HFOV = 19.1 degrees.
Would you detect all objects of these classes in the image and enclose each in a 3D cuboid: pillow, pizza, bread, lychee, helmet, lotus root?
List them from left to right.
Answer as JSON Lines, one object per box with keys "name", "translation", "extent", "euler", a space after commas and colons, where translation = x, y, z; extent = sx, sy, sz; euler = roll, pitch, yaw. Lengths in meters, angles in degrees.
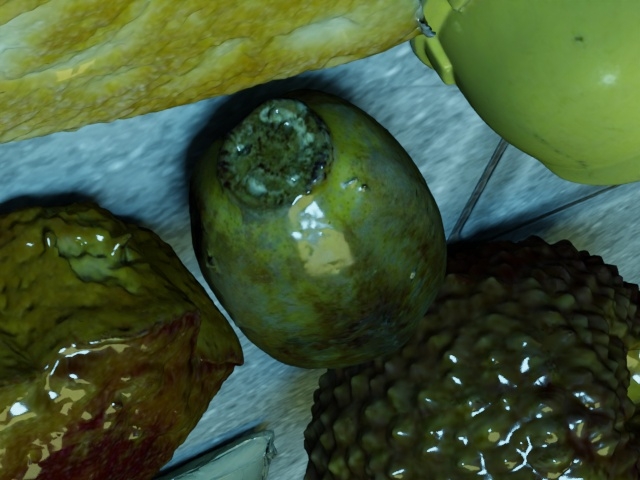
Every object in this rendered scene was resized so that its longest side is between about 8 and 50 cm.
{"name": "bread", "translation": [-0.151, 0.079, 0.956], "extent": [0.232, 0.135, 0.246], "euler": [-39, 159, 28]}
{"name": "pizza", "translation": [-0.079, -0.098, 0.695], "extent": [0.365, 0.074, 0.182], "euler": [-14, 158, -38]}
{"name": "pillow", "translation": [-0.129, 0.217, 1.485], "extent": [0.208, 0.053, 0.119], "euler": [-21, 156, -23]}
{"name": "lotus root", "translation": [0.000, 0.000, 0.995], "extent": [0.124, 0.123, 0.241], "euler": [-38, 165, -2]}
{"name": "lychee", "translation": [0.114, 0.127, 1.325], "extent": [0.267, 0.267, 0.267], "euler": [-26, 161, -9]}
{"name": "helmet", "translation": [0.170, -0.108, 0.941], "extent": [0.205, 0.140, 0.257], "euler": [-17, 161, -33]}
